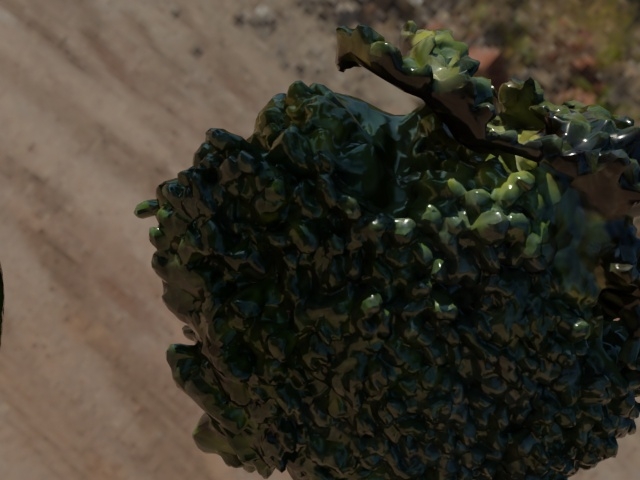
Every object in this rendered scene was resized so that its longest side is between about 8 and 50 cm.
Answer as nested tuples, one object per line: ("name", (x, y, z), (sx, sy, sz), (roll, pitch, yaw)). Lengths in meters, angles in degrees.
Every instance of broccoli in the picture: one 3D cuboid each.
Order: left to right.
("broccoli", (0.060, 0.024, 1.017), (0.324, 0.334, 0.272), (69, 7, -61))

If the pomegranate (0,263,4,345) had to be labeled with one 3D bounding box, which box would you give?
("pomegranate", (-0.140, 0.031, 0.341), (0.148, 0.148, 0.169), (34, 21, -17))
